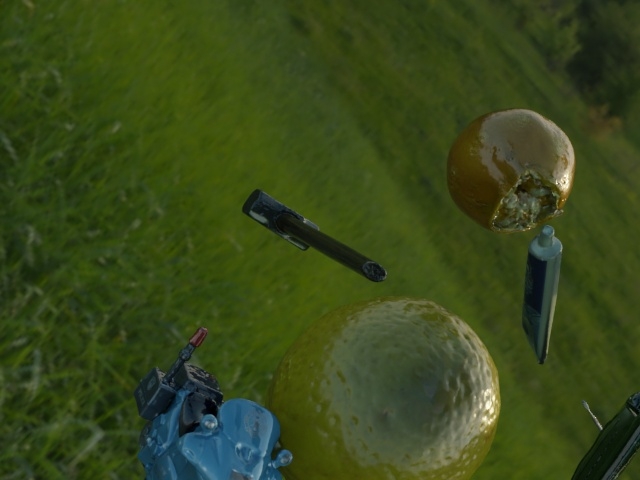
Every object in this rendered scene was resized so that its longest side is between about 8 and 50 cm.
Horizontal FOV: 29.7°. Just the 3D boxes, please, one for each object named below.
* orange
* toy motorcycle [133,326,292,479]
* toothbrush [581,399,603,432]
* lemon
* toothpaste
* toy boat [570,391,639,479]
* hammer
[{"bbox_3d":[0.227,-0.081,1.429,0.155,0.154,0.134,35,17,-20],"label":"orange"},{"bbox_3d":[-0.126,0.216,1.260,0.124,0.182,0.272,30,13,-27],"label":"toy motorcycle"},{"bbox_3d":[0.429,0.281,1.882,0.097,0.006,0.008,54,9,-30],"label":"toothbrush"},{"bbox_3d":[0.069,0.187,1.346,0.267,0.267,0.267,31,35,-25],"label":"lemon"},{"bbox_3d":[0.329,0.077,1.805,0.069,0.268,0.047,33,57,31],"label":"toothpaste"},{"bbox_3d":[0.373,0.285,1.564,0.052,0.210,0.104,31,8,-4],"label":"toy boat"},{"bbox_3d":[0.000,0.000,1.582,0.111,0.043,0.365,33,-2,-24],"label":"hammer"}]
